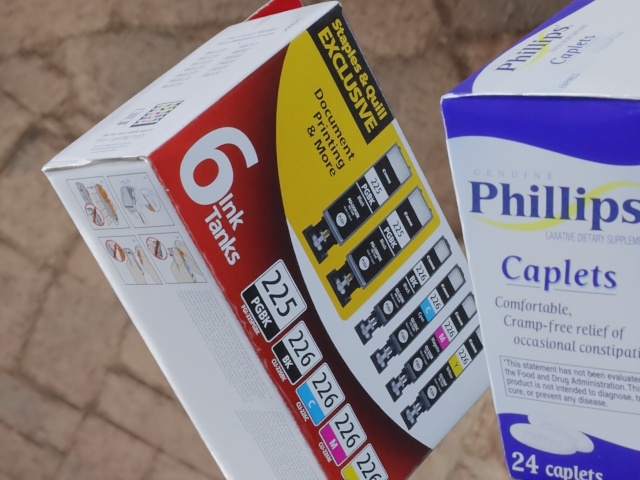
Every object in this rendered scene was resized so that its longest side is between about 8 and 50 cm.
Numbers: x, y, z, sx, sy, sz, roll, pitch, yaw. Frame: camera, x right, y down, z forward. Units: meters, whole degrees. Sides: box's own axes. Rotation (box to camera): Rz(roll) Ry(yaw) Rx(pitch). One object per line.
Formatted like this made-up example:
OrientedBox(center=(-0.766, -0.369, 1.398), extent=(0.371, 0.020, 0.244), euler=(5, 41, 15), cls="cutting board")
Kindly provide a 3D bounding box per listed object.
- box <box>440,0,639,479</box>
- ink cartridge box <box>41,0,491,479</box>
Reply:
OrientedBox(center=(0.110, -0.007, 0.517), extent=(0.072, 0.126, 0.137), euler=(5, 119, 36), cls="box")
OrientedBox(center=(0.000, 0.000, 1.153), extent=(0.130, 0.272, 0.309), euler=(-3, 123, 48), cls="ink cartridge box")
